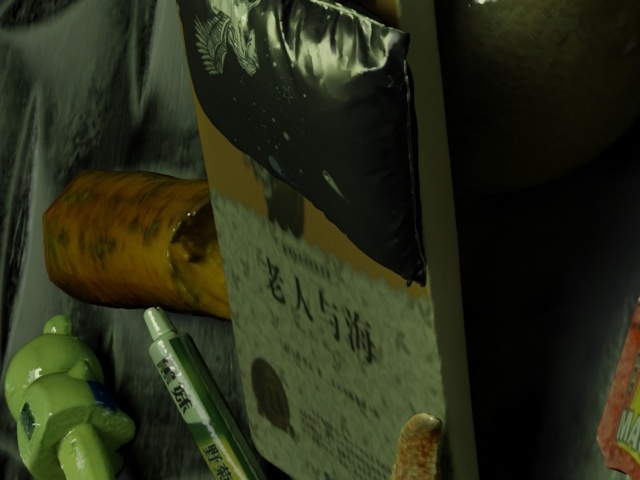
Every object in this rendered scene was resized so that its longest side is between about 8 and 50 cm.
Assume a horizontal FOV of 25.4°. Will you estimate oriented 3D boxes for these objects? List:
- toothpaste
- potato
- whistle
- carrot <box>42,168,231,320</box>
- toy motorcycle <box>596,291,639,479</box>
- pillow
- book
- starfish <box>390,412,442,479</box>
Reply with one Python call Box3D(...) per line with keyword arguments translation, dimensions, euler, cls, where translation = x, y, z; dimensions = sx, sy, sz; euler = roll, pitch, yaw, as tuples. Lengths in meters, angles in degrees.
Box3D(translation=(-0.071, 0.134, 0.980), dimensions=(0.204, 0.031, 0.049), euler=(60, 141, 15), cls="toothpaste")
Box3D(translation=(0.099, -0.122, 0.737), dimensions=(0.235, 0.160, 0.177), euler=(-44, 22, 55), cls="potato")
Box3D(translation=(-0.208, 0.151, 1.185), dimensions=(0.227, 0.085, 0.105), euler=(50, 123, 52), cls="whistle")
Box3D(translation=(-0.125, 0.003, 1.077), dimensions=(0.302, 0.114, 0.114), euler=(5, 86, 57), cls="carrot")
Box3D(translation=(0.189, 0.067, 0.579), dimensions=(0.171, 0.089, 0.298), euler=(17, 89, 64), cls="toy motorcycle")
Box3D(translation=(-0.016, -0.078, 0.688), dimensions=(0.208, 0.055, 0.141), euler=(40, 150, 47), cls="pillow")
Box3D(translation=(0.000, 0.000, 0.809), dimensions=(0.269, 0.032, 0.388), euler=(25, 129, 57), cls="book")
Box3D(translation=(0.064, 0.229, 0.752), dimensions=(0.231, 0.048, 0.295), euler=(43, 133, 40), cls="starfish")
